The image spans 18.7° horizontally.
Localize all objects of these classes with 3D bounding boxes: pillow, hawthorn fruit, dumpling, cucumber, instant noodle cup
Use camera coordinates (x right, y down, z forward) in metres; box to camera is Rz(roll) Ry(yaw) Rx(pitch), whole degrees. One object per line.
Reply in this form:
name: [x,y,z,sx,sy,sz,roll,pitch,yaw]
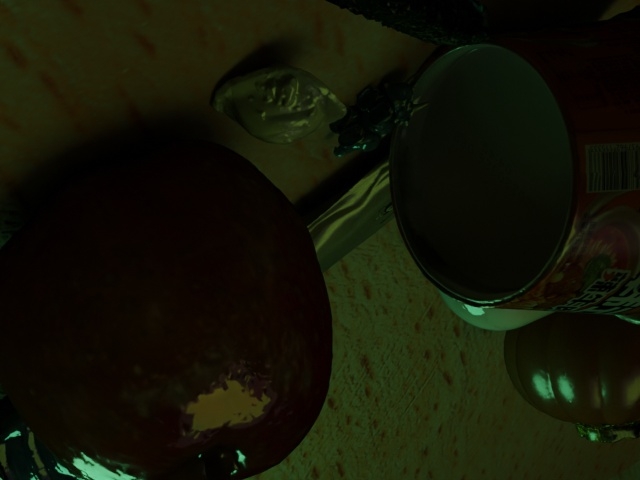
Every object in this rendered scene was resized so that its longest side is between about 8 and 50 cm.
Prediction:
pillow: [0.000,0.000,1.561,0.233,0.038,0.130,-36,164,5]
hawthorn fruit: [-0.093,0.054,1.282,0.231,0.263,0.235,-48,139,-23]
dumpling: [-0.028,-0.089,1.272,0.052,0.076,0.057,-56,165,-3]
cucumber: [0.053,-0.156,1.255,0.044,0.043,0.257,-34,162,21]
instant noodle cup: [0.186,-0.054,1.437,0.192,0.250,0.250,-3,147,-40]

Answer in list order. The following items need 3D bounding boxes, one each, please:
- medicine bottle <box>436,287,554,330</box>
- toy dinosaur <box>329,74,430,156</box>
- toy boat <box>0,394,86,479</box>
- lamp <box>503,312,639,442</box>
medicine bottle: [0.251,-0.025,1.745,0.341,0.130,0.130,-24,159,-22]
toy dinosaur: [0.039,-0.087,1.417,0.083,0.030,0.047,-38,158,17]
toy boat: [-0.173,0.159,1.546,0.142,0.129,0.309,-22,160,4]
lamp: [0.306,0.115,2.074,0.223,0.196,0.223,-4,-171,1]
